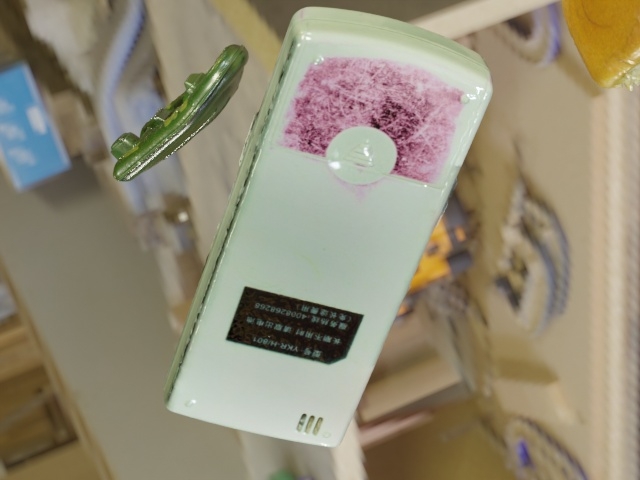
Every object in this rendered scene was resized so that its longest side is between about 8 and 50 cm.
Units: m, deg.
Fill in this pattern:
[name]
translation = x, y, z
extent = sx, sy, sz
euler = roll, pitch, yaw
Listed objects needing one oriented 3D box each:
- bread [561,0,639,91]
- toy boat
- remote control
[bread]
translation = 0.350, -0.281, 1.821
extent = 0.245, 0.121, 0.174
euler = 117, 137, -57
[toy boat]
translation = -0.142, -0.132, 1.758
extent = 0.052, 0.104, 0.210
euler = 45, 128, -10
[remote control]
translation = 0.000, -0.001, 1.200
extent = 0.050, 0.145, 0.344
euler = -93, 22, -56
